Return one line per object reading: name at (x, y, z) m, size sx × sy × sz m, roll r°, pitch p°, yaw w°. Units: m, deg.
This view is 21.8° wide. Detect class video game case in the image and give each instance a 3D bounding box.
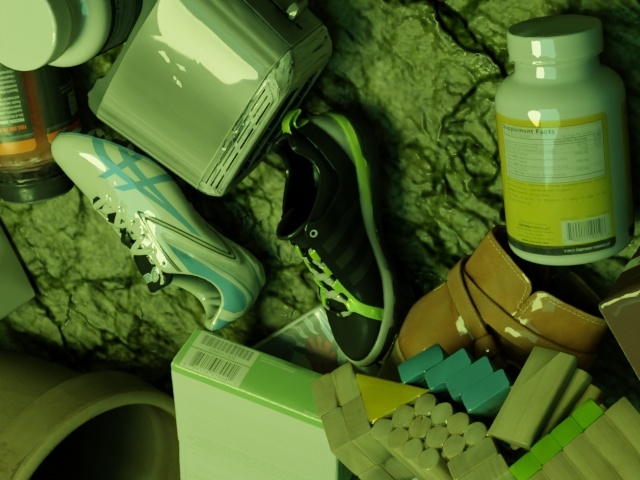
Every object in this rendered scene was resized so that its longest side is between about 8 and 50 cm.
video game case at (-0.001, 0.178, 1.575) m, size 0.183 × 0.023 × 0.201 m, roll -34°, pitch 93°, yaw 34°

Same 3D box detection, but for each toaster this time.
toaster at (-0.095, -0.141, 1.422) m, size 0.146 × 0.129 × 0.227 m, roll 39°, pitch 124°, yaw 5°

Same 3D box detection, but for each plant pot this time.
plant pot at (-0.287, 0.217, 1.626) m, size 0.229 × 0.263 × 0.263 m, roll 28°, pitch 123°, yaw 34°

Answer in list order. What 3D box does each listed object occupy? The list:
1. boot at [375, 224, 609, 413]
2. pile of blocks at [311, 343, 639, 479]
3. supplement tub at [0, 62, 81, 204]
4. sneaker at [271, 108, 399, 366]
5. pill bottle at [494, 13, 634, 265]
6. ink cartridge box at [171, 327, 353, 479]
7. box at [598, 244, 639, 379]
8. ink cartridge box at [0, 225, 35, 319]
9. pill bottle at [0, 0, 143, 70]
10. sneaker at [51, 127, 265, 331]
boot at (0.194, 0.138, 1.420) m, size 0.283 × 0.109 × 0.220 m, roll 42°, pitch 121°, yaw 14°
pile of blocks at (0.153, 0.169, 1.331) m, size 0.362 × 0.149 × 0.112 m, roll 17°, pitch 157°, yaw 45°
supplement tub at (-0.281, -0.136, 1.534) m, size 0.106 × 0.106 × 0.198 m, roll 2°, pitch 111°, yaw 27°
sneaker at (0.000, 0.000, 1.434) m, size 0.084 × 0.097 × 0.234 m, roll 4°, pitch 105°, yaw 54°
pill bottle at (0.192, -0.081, 1.312) m, size 0.103 × 0.103 × 0.184 m, roll 3°, pitch 112°, yaw 27°
ink cartridge box at (-0.052, 0.202, 1.563) m, size 0.171 × 0.056 × 0.235 m, roll 19°, pitch 139°, yaw 17°
box at (0.340, 0.050, 1.232) m, size 0.168 × 0.203 × 0.167 m, roll -26°, pitch 98°, yaw 32°
ink cartridge box at (-0.445, 0.047, 1.660) m, size 0.233 × 0.171 × 0.168 m, roll -22°, pitch 100°, yaw 33°
pill bottle at (-0.210, -0.208, 1.420) m, size 0.108 × 0.180 × 0.108 m, roll 11°, pitch 116°, yaw 24°
sneaker at (-0.154, -0.011, 1.503) m, size 0.237 × 0.086 × 0.085 m, roll 41°, pitch 154°, yaw -11°
